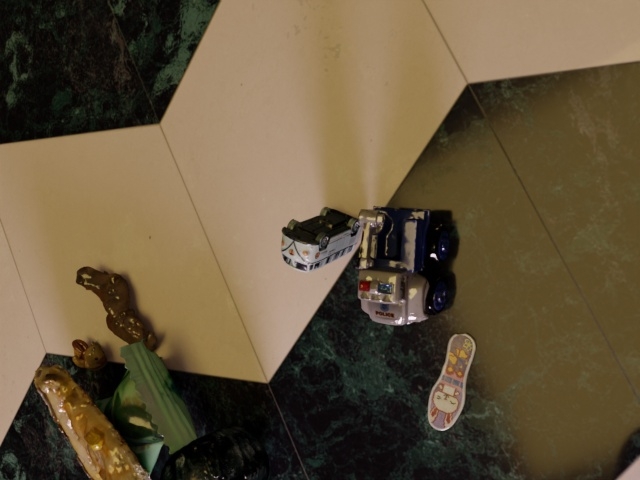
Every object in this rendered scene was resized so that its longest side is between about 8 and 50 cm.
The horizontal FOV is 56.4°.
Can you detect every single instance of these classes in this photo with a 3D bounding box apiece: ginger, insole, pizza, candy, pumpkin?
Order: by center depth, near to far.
[{"bbox_3d":[0.244,0.263,1.106,0.065,0.004,0.197,20,102,27],"label":"insole"},{"bbox_3d":[-0.221,0.493,1.246,0.233,0.233,0.163,-43,68,24],"label":"pumpkin"},{"bbox_3d":[-0.496,0.520,1.377,0.435,0.080,0.391,33,139,35],"label":"pizza"},{"bbox_3d":[-0.436,0.434,1.406,0.398,0.172,0.262,-48,66,35],"label":"candy"},{"bbox_3d":[-0.501,0.170,1.483,0.290,0.084,0.122,49,135,15],"label":"ginger"}]

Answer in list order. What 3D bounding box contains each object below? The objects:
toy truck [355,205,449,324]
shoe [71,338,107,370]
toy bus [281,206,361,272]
[{"bbox_3d":[0.130,0.046,1.063,0.161,0.177,0.213,4,94,28],"label":"toy truck"},{"bbox_3d":[-0.600,0.295,1.534,0.109,0.072,0.069,22,135,49],"label":"shoe"},{"bbox_3d":[0.000,0.000,1.128,0.087,0.194,0.088,24,116,25],"label":"toy bus"}]
